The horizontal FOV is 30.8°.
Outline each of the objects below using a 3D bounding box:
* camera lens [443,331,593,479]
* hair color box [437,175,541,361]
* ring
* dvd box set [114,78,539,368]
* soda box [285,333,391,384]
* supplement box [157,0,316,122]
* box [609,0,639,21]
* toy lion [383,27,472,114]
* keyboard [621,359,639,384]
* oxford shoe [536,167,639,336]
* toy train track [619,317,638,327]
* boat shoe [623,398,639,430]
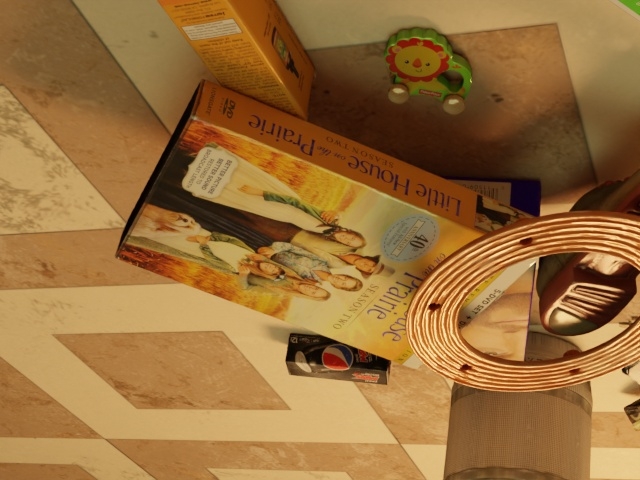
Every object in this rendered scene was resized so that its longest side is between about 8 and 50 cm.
[{"bbox_3d":[0.305,0.305,1.787,0.219,0.274,0.219,7,150,4],"label":"camera lens"},{"bbox_3d":[0.191,0.048,1.546,0.185,0.110,0.339,4,152,9],"label":"hair color box"},{"bbox_3d":[0.263,0.071,1.322,0.337,0.032,0.336,-3,140,-2],"label":"ring"},{"bbox_3d":[0.000,0.000,1.360,0.420,0.062,0.307,22,142,-15],"label":"dvd box set"},{"bbox_3d":[0.030,0.194,1.900,0.169,0.053,0.060,4,150,9],"label":"soda box"},{"bbox_3d":[-0.084,-0.214,1.197,0.080,0.078,0.233,-6,146,26],"label":"supplement box"},{"bbox_3d":[0.340,-0.283,0.907,0.231,0.126,0.262,28,145,-26],"label":"box"},{"bbox_3d":[0.115,-0.185,1.240,0.100,0.034,0.096,11,143,-4],"label":"toy lion"},{"bbox_3d":[0.552,0.203,1.758,0.180,0.023,0.108,33,120,-21],"label":"keyboard"},{"bbox_3d":[0.352,-0.039,1.335,0.123,0.130,0.348,17,132,-26],"label":"oxford shoe"},{"bbox_3d":[0.467,0.138,1.713,0.048,0.014,0.083,-1,149,18],"label":"toy train track"},{"bbox_3d":[0.536,0.252,1.852,0.049,0.056,0.152,46,135,12],"label":"boat shoe"}]
